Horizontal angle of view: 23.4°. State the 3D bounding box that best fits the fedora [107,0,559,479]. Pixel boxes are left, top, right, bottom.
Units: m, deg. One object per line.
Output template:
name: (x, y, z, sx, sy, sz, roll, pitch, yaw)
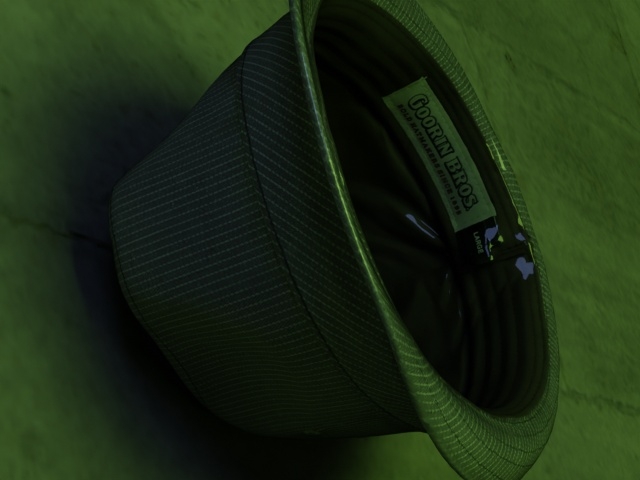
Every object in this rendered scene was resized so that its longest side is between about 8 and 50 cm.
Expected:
fedora: (0.000, 0.000, 0.643, 0.275, 0.124, 0.243, 10, 62, -67)
